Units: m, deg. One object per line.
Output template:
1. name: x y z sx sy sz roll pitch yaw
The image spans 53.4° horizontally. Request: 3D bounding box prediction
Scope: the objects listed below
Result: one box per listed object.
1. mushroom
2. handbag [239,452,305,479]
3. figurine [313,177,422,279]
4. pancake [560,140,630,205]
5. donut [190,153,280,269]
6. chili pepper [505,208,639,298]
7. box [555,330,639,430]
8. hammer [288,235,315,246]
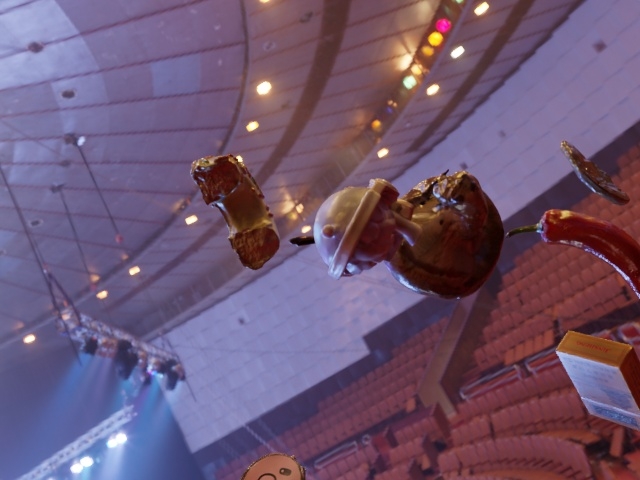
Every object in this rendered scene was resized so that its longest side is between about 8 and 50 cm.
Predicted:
1. mushroom: 0.254 -0.004 1.287 0.267 0.267 0.254 -32 4 6
2. handbag: -0.107 0.593 1.418 0.179 0.116 0.205 -1 41 27
3. figurine: 0.068 -0.014 0.951 0.163 0.141 0.236 -63 -12 11
4. pancake: 0.719 -0.175 1.687 0.222 0.236 0.042 8 -47 -42
5. donut: -0.109 -0.049 0.865 0.065 0.166 0.108 -28 16 7
6. chili pepper: 0.591 0.027 1.357 0.137 0.368 0.092 -59 -22 6
7. box: 0.729 0.357 1.601 0.076 0.274 0.174 -47 29 -20
8. hammer: 0.000 0.000 1.227 0.021 0.065 0.178 -47 -22 25
